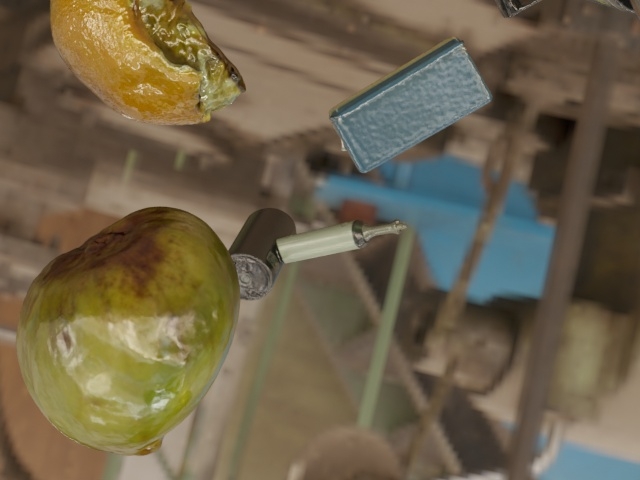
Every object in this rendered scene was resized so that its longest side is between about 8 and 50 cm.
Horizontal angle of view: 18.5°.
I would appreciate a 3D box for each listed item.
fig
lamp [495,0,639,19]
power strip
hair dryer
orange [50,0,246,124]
[{"bbox_3d":[-0.114,0.050,1.159,0.121,0.136,0.153,35,120,-8],"label":"fig"},{"bbox_3d":[0.244,-0.223,1.464,0.227,0.172,0.147,32,160,53],"label":"lamp"},{"bbox_3d":[0.068,-0.105,1.527,0.056,0.123,0.032,59,-177,-20],"label":"power strip"},{"bbox_3d":[0.000,0.000,1.945,0.198,0.100,0.057,-10,119,26],"label":"hair dryer"},{"bbox_3d":[-0.132,-0.150,1.390,0.112,0.170,0.160,-24,136,5],"label":"orange"}]
